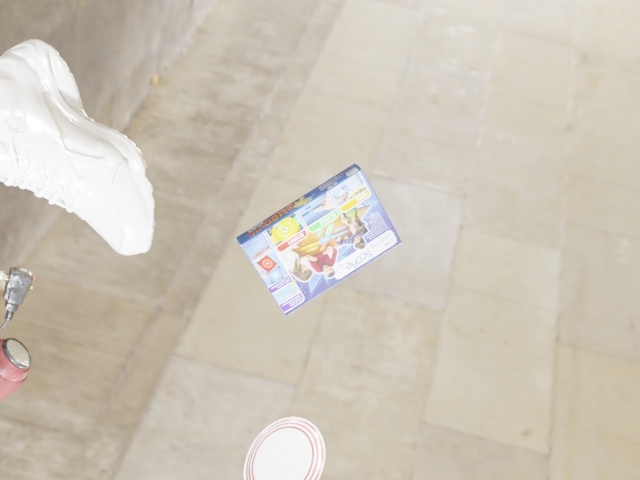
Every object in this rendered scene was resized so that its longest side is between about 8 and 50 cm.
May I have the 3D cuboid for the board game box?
[{"bbox_3d":[0.000,0.000,1.690,0.136,0.201,0.035,60,-3,-27],"label":"board game box"}]

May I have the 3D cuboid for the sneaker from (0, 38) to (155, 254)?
[{"bbox_3d":[-0.229,-0.064,0.992,0.115,0.232,0.090,-25,151,-37],"label":"sneaker"}]

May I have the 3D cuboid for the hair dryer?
[{"bbox_3d":[-0.508,0.140,1.645,0.080,0.223,0.294,-64,166,-72],"label":"hair dryer"}]

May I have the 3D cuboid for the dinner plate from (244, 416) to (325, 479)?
[{"bbox_3d":[-0.055,0.326,1.756,0.017,0.141,0.141,19,-84,56],"label":"dinner plate"}]
